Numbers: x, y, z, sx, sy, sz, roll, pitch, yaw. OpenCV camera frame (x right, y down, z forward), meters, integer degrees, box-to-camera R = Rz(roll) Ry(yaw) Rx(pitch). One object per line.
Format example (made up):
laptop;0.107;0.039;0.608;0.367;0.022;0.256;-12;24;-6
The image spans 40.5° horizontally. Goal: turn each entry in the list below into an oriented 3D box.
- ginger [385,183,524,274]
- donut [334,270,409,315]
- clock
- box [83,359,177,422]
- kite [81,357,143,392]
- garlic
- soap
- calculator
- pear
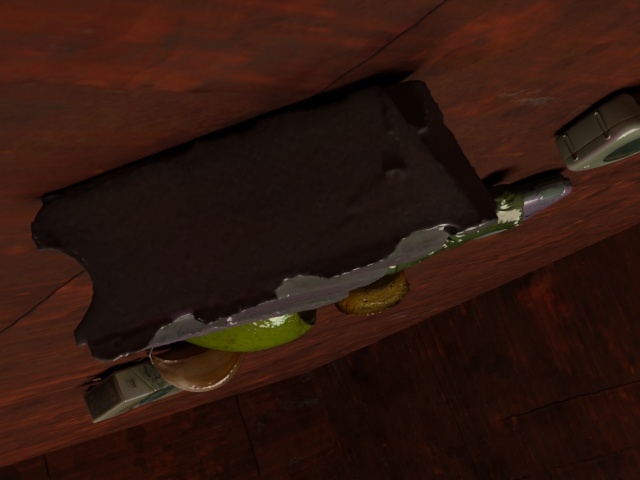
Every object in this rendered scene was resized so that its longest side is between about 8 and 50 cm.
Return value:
ginger;0.186;-0.018;1.379;0.289;0.089;0.137;-20;-172;20
donut;0.089;0.080;1.584;0.151;0.058;0.152;-12;-157;5
clock;0.435;-0.161;1.200;0.191;0.062;0.151;-16;167;-27
box;-0.364;0.307;1.892;0.256;0.069;0.164;-14;165;-44
kite;-0.433;0.284;1.847;0.190;0.010;0.159;-31;167;25
garlic;-0.250;0.255;1.791;0.206;0.115;0.128;-14;173;-20
soap;-0.041;-0.022;0.740;0.302;0.159;0.257;-12;170;-46
calculator;0.345;-0.058;1.565;0.141;0.045;0.246;-15;168;-28
pear;-0.136;0.079;1.114;0.239;0.139;0.288;-12;165;10
